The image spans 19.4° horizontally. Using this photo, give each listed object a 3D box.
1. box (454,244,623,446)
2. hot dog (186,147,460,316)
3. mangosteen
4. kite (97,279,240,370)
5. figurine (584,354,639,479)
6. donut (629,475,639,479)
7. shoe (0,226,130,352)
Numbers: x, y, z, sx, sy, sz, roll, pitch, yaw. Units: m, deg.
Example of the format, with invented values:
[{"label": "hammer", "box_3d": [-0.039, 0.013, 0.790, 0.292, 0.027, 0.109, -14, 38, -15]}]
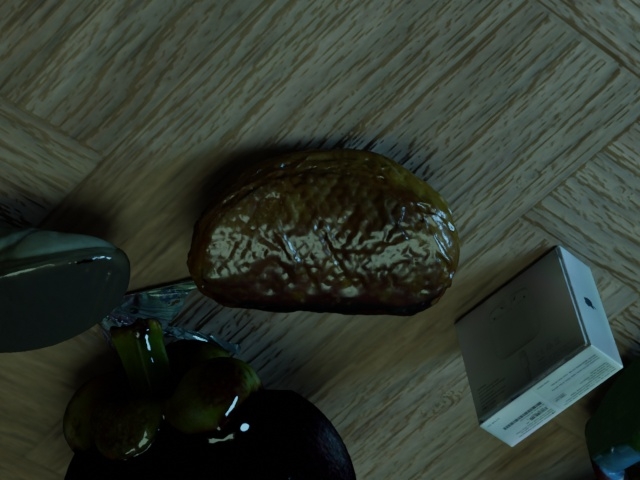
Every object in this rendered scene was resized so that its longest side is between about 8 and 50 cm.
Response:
[{"label": "box", "box_3d": [0.191, 0.093, 1.667, 0.130, 0.129, 0.051, -39, 126, 23]}, {"label": "hot dog", "box_3d": [0.000, 0.003, 1.574, 0.227, 0.099, 0.160, 2, 131, -10]}, {"label": "mangosteen", "box_3d": [-0.113, 0.206, 1.659, 0.275, 0.275, 0.302, -20, 102, 9]}, {"label": "kite", "box_3d": [-0.141, 0.079, 1.682, 0.157, 0.011, 0.139, 17, 130, -22]}, {"label": "figurine", "box_3d": [0.387, 0.190, 1.794, 0.234, 0.127, 0.185, 14, 129, -24]}, {"label": "donut", "box_3d": [0.345, 0.399, 1.888, 0.360, 0.170, 0.360, -1, 108, -3]}, {"label": "shoe", "box_3d": [-0.296, 0.027, 1.549, 0.275, 0.098, 0.103, -3, 140, -10]}]
